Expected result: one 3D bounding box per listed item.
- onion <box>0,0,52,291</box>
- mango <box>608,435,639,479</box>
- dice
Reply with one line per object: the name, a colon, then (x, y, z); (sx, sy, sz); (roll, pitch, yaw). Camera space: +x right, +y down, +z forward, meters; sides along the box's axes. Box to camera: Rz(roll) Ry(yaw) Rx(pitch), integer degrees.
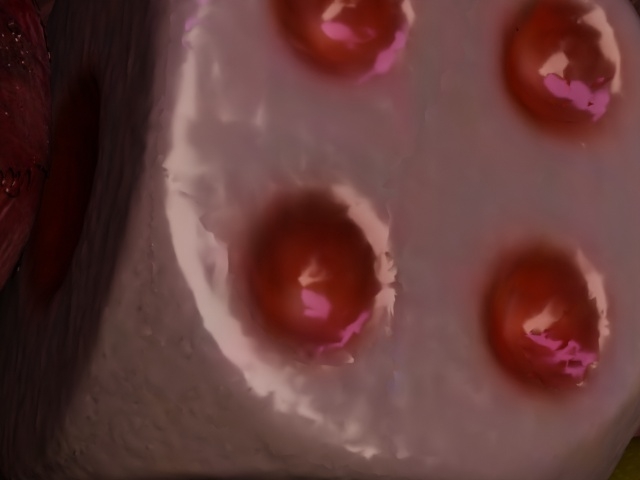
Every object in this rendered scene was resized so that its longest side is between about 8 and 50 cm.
onion: (-0.226, -0.058, 0.672); (0.252, 0.219, 0.252); (3, 80, -17)
mango: (0.135, 0.208, 0.850); (0.293, 0.143, 0.175); (-33, 102, -17)
dice: (0.000, 0.000, 0.762); (0.251, 0.243, 0.259); (11, 73, -25)
